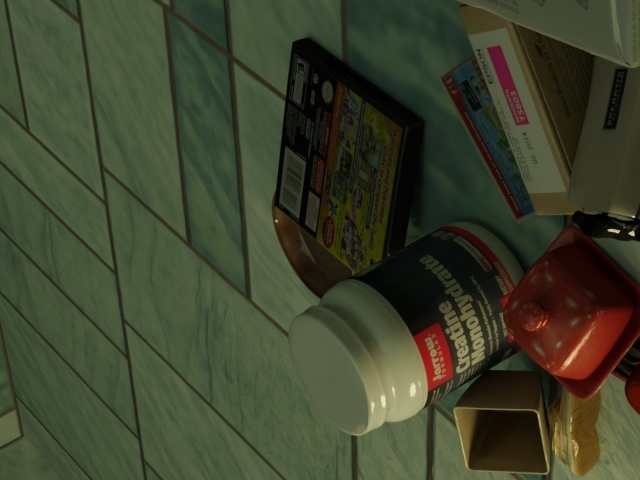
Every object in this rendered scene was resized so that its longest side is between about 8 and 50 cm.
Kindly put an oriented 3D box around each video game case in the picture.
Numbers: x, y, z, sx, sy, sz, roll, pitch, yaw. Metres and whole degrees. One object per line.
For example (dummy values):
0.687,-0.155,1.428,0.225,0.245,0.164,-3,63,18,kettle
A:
0.254,-0.142,1.996,0.204,0.025,0.285,62,153,0,video game case
0.034,-0.101,2.374,0.248,0.035,0.275,40,136,38,video game case

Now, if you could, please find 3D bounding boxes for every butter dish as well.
0.274,0.085,2.023,0.160,0.118,0.160,49,120,31,butter dish

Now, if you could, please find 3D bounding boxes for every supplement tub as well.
0.117,0.110,2.197,0.191,0.272,0.191,41,147,35,supplement tub

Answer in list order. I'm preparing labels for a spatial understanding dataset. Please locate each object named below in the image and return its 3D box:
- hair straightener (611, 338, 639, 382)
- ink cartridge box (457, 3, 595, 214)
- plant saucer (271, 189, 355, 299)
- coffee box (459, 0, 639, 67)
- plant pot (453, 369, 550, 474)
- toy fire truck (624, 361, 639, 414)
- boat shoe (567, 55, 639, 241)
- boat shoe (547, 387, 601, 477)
0.336,0.121,2.070,0.230,0.047,0.089,40,146,37,hair straightener
0.268,-0.168,1.756,0.088,0.193,0.234,-1,113,61,ink cartridge box
0.000,0.000,2.570,0.198,0.036,0.198,41,146,36,plant saucer
0.253,-0.387,1.417,0.338,0.334,0.338,33,139,47,coffee box
0.238,0.223,2.218,0.109,0.096,0.109,-1,126,20,plant pot
0.463,0.133,1.732,0.254,0.169,0.302,35,158,11,toy fire truck
0.354,-0.155,1.678,0.127,0.158,0.340,24,100,66,boat shoe
0.312,0.224,2.193,0.059,0.063,0.170,31,141,38,boat shoe
